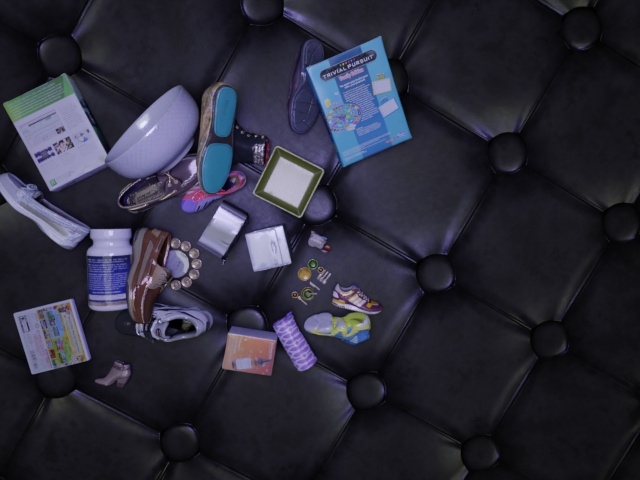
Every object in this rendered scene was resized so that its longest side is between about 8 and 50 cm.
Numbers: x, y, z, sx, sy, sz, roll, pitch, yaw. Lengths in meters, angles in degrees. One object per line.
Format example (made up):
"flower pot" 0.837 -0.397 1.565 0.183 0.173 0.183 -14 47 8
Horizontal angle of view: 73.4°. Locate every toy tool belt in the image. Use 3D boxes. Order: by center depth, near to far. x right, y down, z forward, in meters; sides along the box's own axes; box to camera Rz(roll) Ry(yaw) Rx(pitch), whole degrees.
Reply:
"toy tool belt" 0.000 0.000 1.506 0.083 0.052 0.051 25 49 -9

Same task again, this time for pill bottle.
"pill bottle" -0.695 0.091 1.435 0.153 0.153 0.265 0 95 -2

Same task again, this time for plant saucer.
"plant saucer" -0.109 -0.202 1.489 0.188 0.045 0.188 27 94 -4

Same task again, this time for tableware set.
"tableware set" -0.043 0.147 1.529 0.104 0.024 0.154 39 92 -4

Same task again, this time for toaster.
"toaster" -0.319 -0.035 1.424 0.110 0.185 0.168 31 93 -14

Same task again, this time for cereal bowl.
"cereal bowl" -0.502 -0.317 1.346 0.339 0.339 0.141 -44 125 2

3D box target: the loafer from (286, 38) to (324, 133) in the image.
"loafer" -0.057 -0.515 1.457 0.109 0.095 0.303 5 100 -33

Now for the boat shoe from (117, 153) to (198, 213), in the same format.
"boat shoe" -0.529 -0.194 1.447 0.324 0.097 0.117 -28 95 0

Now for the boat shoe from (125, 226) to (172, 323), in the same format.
"boat shoe" -0.557 0.111 1.419 0.119 0.122 0.324 0 77 -2

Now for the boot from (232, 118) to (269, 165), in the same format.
"boot" -0.257 -0.365 1.435 0.178 0.085 0.237 8 101 10

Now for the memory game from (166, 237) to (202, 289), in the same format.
"memory game" -0.510 0.083 1.512 0.186 0.012 0.186 0 95 -2

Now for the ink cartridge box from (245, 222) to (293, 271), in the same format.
"ink cartridge box" -0.167 0.019 1.438 0.127 0.176 0.128 -13 95 -1

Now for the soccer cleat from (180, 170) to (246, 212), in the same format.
"soccer cleat" -0.367 -0.167 1.455 0.248 0.095 0.083 -25 99 -1

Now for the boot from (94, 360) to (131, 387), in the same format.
"boot" -0.733 0.470 1.524 0.118 0.042 0.087 10 88 -4

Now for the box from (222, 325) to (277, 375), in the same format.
"box" -0.244 0.385 1.507 0.170 0.091 0.130 9 94 -3

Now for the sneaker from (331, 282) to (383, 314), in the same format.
"sneaker" 0.136 0.204 1.518 0.185 0.069 0.084 11 99 -4

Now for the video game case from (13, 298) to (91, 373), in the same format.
"video game case" -0.940 0.337 1.510 0.206 0.026 0.227 -14 94 -1

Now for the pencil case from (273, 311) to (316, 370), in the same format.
"pencil case" -0.089 0.358 1.517 0.086 0.088 0.206 -22 96 33

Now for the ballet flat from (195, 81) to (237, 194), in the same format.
"ballet flat" -0.340 -0.324 1.367 0.123 0.123 0.349 11 105 -3

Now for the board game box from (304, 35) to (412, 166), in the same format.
"board game box" 0.127 -0.451 1.419 0.253 0.079 0.336 -23 111 -1

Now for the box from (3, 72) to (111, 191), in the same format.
"box" -0.870 -0.358 1.443 0.232 0.058 0.322 -26 96 0

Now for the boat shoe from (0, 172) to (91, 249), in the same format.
"boat shoe" -0.924 -0.110 1.435 0.103 0.118 0.320 -45 99 -4

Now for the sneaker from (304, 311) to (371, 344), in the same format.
"sneaker" 0.065 0.323 1.514 0.240 0.091 0.126 -5 124 20

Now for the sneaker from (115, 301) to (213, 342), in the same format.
"sneaker" -0.549 0.282 1.462 0.330 0.146 0.123 -2 96 -1
